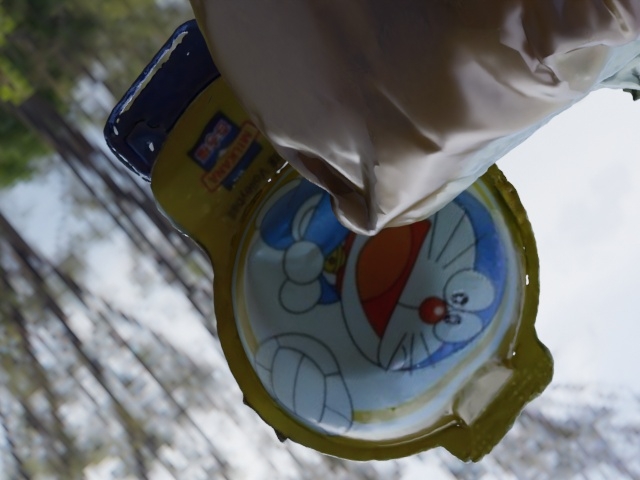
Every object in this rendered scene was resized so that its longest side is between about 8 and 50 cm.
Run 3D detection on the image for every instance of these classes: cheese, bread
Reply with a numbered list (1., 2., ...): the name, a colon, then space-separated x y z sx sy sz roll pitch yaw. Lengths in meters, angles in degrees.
1. cheese: 0.000 0.000 0.901 0.177 0.270 0.069 -51 158 11
2. bread: 0.070 -0.152 0.721 0.225 0.250 0.279 -16 165 -36
